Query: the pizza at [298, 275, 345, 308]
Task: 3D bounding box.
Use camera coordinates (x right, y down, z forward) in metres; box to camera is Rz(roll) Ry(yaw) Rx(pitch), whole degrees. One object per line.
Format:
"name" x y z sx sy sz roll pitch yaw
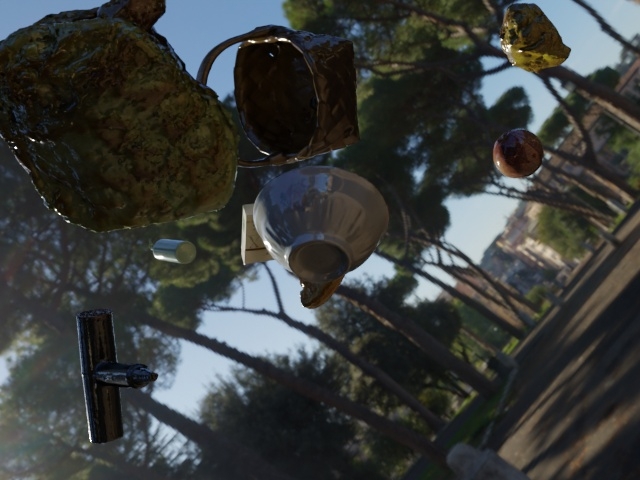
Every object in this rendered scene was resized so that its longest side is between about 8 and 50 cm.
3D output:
"pizza" 0.025 0.014 1.229 0.058 0.127 0.247 13 -90 -40

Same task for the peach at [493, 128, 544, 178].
"peach" 0.324 -0.143 1.088 0.083 0.083 0.083 -47 -14 -16

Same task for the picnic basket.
"picnic basket" -0.120 -0.300 1.397 0.337 0.337 0.293 -31 -61 -55

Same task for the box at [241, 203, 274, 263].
"box" -0.130 -0.016 1.458 0.083 0.040 0.154 -10 -43 -17

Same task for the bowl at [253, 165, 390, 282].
"bowl" 0.000 0.000 0.881 0.189 0.188 0.086 115 164 -44

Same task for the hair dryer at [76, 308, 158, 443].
"hair dryer" -0.243 0.184 0.814 0.050 0.194 0.173 -11 -78 -37

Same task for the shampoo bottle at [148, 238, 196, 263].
"shampoo bottle" -0.372 0.024 1.619 0.056 0.056 0.195 -44 26 -27

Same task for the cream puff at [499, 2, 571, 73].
"cream puff" 0.234 -0.222 0.739 0.058 0.083 0.083 -41 -19 17

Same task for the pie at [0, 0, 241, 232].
"pie" -0.354 -0.187 1.134 0.395 0.418 0.180 -17 33 9
